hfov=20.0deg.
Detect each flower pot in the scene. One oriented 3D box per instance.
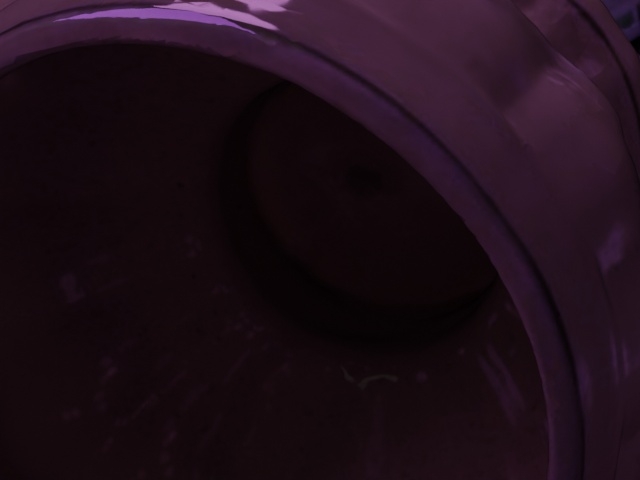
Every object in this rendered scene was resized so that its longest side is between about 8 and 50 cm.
[{"bbox_3d":[0.000,0.000,0.710,0.307,0.307,0.244,-29,11,33],"label":"flower pot"}]

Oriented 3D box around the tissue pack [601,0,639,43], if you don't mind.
[{"bbox_3d":[0.229,-0.252,0.927,0.311,0.128,0.228,-31,26,48],"label":"tissue pack"}]
